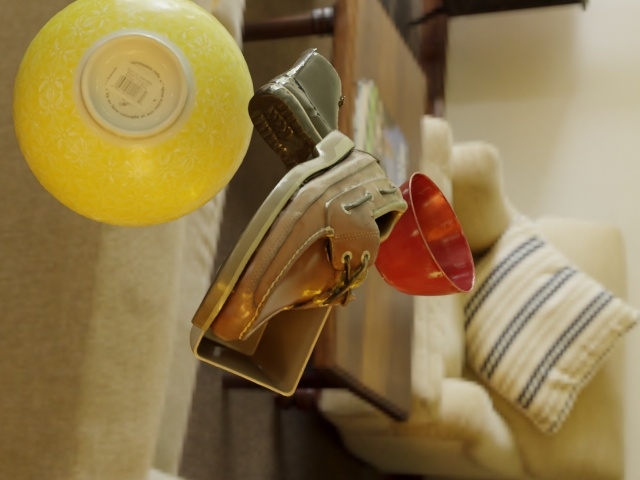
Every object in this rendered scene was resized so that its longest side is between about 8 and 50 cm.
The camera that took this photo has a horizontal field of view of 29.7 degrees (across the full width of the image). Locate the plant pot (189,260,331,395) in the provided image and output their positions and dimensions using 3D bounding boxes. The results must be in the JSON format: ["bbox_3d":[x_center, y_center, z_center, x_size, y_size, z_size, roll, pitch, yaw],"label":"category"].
[{"bbox_3d":[-0.068,0.076,1.180,0.109,0.109,0.096,-66,-160,-5],"label":"plant pot"}]

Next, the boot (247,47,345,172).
[{"bbox_3d":[0.012,-0.116,1.377,0.198,0.077,0.137,62,37,-21],"label":"boot"}]

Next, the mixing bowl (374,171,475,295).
[{"bbox_3d":[0.129,0.007,1.661,0.181,0.098,0.181,47,27,-34],"label":"mixing bowl"}]

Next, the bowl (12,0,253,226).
[{"bbox_3d":[-0.212,-0.165,1.378,0.156,0.290,0.289,155,-65,-81],"label":"bowl"}]

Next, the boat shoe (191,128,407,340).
[{"bbox_3d":[0.000,0.000,0.989,0.110,0.104,0.307,-54,179,34],"label":"boat shoe"}]
